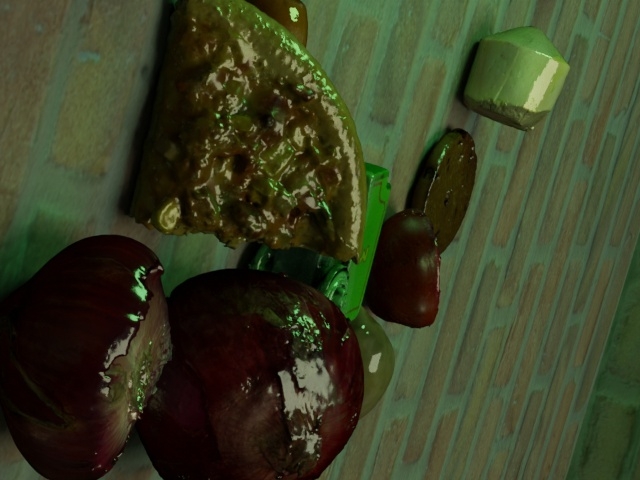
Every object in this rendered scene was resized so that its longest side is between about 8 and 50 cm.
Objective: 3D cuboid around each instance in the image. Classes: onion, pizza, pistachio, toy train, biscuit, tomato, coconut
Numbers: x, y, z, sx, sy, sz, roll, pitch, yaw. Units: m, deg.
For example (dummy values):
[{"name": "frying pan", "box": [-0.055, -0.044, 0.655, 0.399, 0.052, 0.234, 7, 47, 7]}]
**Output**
[{"name": "onion", "box": [-0.079, 0.164, 1.727, 0.276, 0.276, 0.276, -46, 146, -46]}, {"name": "pizza", "box": [-0.049, -0.118, 1.638, 0.258, 0.087, 0.268, 7, 99, -26]}, {"name": "pistachio", "box": [0.037, 0.173, 2.167, 0.124, 0.124, 0.184, -14, 125, -63]}, {"name": "onion", "box": [-0.223, 0.109, 1.482, 0.248, 0.161, 0.248, -53, 160, -29]}, {"name": "toy train", "box": [0.000, 0.000, 1.942, 0.188, 0.132, 0.243, -24, 130, -66]}, {"name": "biscuit", "box": [0.189, -0.072, 2.422, 0.212, 0.036, 0.212, -48, 148, -44]}, {"name": "tomato", "box": [0.108, 0.042, 2.258, 0.189, 0.099, 0.173, -147, -126, -74]}, {"name": "coconut", "box": [0.302, -0.256, 2.413, 0.152, 0.147, 0.147, -68, 157, -3]}]

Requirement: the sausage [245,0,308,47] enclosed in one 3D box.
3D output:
[{"name": "sausage", "box": [-0.071, -0.165, 1.707, 0.098, 0.098, 0.238, -3, 109, -65]}]
